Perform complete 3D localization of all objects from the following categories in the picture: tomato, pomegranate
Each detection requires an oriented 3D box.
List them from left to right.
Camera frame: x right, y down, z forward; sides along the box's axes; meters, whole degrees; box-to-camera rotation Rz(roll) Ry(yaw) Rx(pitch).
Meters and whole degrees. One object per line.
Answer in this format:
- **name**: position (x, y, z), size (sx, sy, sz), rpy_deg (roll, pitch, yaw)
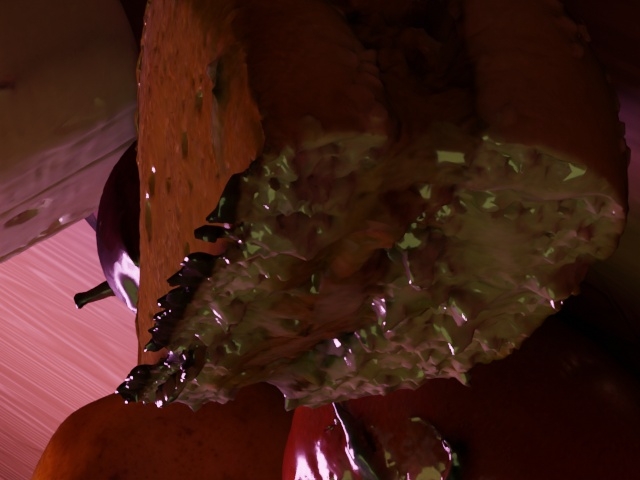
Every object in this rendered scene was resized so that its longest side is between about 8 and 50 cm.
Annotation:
- **pomegranate**: position (-0.129, 0.340, 1.987), size (0.416, 0.416, 0.416), rpy_deg (32, 158, 14)
- **tomato**: position (0.131, 0.190, 1.434), size (0.341, 0.273, 0.341), rpy_deg (17, 126, 24)

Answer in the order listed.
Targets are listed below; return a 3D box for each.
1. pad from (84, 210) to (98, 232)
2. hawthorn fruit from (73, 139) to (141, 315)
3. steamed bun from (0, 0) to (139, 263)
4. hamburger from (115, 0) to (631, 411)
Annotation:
- **pad**: position (-0.200, -0.003, 1.832), size (0.235, 0.003, 0.158), rpy_deg (48, 162, 15)
- **hawthorn fruit**: position (-0.084, 0.002, 1.433), size (0.266, 0.210, 0.230), rpy_deg (-20, 140, 31)
- **steamed bun**: position (-0.359, -0.114, 1.438), size (0.290, 0.371, 0.456), rpy_deg (57, 160, 7)
- **hamburger**: position (0.016, -0.066, 1.110), size (0.268, 0.287, 0.445), rpy_deg (-1, 161, -13)
